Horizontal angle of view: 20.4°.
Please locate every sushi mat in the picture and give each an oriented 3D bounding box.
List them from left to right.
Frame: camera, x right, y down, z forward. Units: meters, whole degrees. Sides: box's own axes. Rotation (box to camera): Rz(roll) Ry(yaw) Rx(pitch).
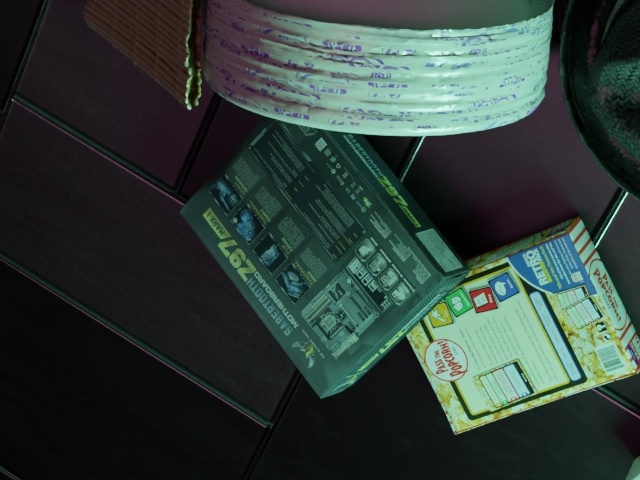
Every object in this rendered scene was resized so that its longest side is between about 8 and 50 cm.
[{"bbox_3d":[-0.158,-0.226,1.545,0.019,0.316,0.151,-6,112,-22],"label":"sushi mat"}]

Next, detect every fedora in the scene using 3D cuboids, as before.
[{"bbox_3d":[0.336,-0.121,1.417,0.334,0.152,0.334,9,113,22],"label":"fedora"}]

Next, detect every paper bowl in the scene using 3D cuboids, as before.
[{"bbox_3d":[0.048,-0.194,1.443,0.284,0.284,0.148,13,113,18],"label":"paper bowl"}]

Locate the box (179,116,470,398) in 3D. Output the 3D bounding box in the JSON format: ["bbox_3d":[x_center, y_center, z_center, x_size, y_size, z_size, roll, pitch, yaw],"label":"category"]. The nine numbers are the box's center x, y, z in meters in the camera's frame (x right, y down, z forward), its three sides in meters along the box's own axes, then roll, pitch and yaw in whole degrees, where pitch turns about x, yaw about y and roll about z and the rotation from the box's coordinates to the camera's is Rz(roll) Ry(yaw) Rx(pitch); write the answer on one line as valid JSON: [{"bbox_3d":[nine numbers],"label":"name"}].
[{"bbox_3d":[0.000,0.000,1.640,0.183,0.059,0.232,-46,73,29],"label":"box"}]

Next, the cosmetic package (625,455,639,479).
[{"bbox_3d":[0.387,0.175,1.565,0.099,0.060,0.239,46,120,2],"label":"cosmetic package"}]

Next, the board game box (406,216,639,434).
[{"bbox_3d":[0.179,0.080,1.627,0.193,0.045,0.146,-22,100,28],"label":"board game box"}]
